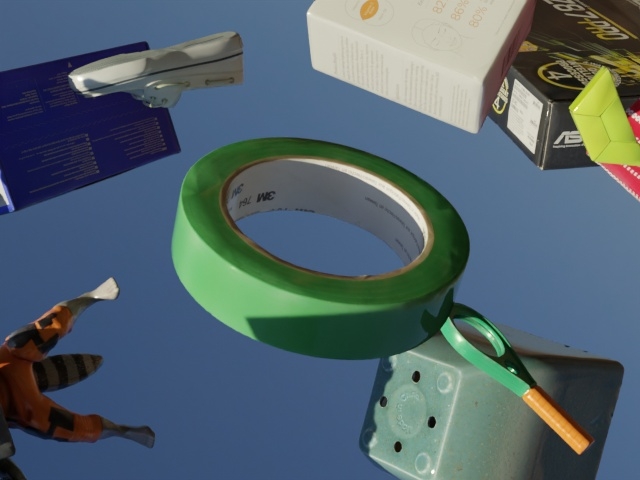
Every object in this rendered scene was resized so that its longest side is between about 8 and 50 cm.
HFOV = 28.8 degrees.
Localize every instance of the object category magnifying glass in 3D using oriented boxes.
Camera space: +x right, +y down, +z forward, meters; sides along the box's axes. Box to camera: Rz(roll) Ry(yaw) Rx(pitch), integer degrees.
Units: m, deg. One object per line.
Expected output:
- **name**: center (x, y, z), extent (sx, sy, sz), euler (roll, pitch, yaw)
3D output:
- **magnifying glass**: center (0.227, 0.158, 1.454), extent (0.231, 0.026, 0.092), euler (47, -154, 18)

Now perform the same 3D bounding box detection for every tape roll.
- **tape roll**: center (0.000, 0.000, 1.367), extent (0.321, 0.077, 0.321), euler (9, -146, -6)

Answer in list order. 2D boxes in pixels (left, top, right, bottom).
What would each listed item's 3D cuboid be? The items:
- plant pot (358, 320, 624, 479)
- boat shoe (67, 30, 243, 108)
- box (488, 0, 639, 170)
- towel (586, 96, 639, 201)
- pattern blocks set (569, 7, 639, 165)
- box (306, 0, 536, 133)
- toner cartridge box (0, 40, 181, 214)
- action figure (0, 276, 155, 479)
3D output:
- **plant pot**: center (0.196, 0.235, 1.627), extent (0.252, 0.247, 0.248), euler (13, -178, -39)
- **boat shoe**: center (-0.196, -0.199, 1.547), extent (0.226, 0.075, 0.083), euler (-16, -161, -17)
- **box**: center (0.344, -0.212, 1.563), extent (0.318, 0.097, 0.395), euler (-2, -152, -15)
- **towel**: center (0.393, -0.128, 1.126), extent (0.031, 0.275, 0.199), euler (35, -167, -44)
- **pattern blocks set**: center (0.338, -0.139, 0.979), extent (0.324, 0.285, 0.026), euler (57, -167, -16)
- **box**: center (0.093, -0.197, 1.127), extent (0.171, 0.130, 0.091), euler (24, 158, 14)
- **toner cartridge box**: center (-0.327, -0.149, 1.605), extent (0.348, 0.075, 0.165), euler (-28, -75, -58)
- **action figure**: center (-0.362, 0.223, 1.405), extent (0.330, 0.341, 0.179), euler (-14, -166, -29)
